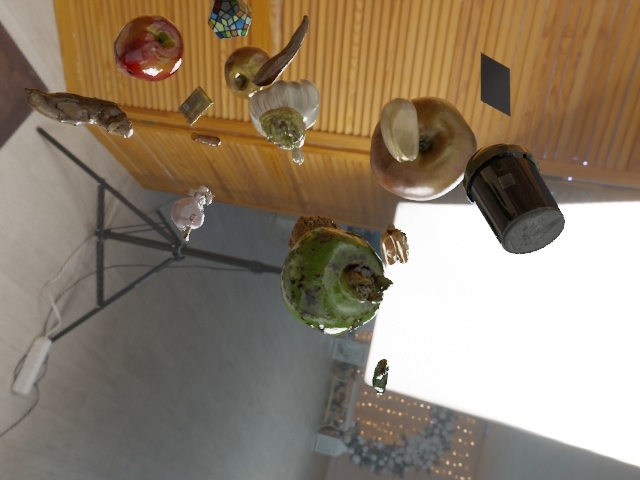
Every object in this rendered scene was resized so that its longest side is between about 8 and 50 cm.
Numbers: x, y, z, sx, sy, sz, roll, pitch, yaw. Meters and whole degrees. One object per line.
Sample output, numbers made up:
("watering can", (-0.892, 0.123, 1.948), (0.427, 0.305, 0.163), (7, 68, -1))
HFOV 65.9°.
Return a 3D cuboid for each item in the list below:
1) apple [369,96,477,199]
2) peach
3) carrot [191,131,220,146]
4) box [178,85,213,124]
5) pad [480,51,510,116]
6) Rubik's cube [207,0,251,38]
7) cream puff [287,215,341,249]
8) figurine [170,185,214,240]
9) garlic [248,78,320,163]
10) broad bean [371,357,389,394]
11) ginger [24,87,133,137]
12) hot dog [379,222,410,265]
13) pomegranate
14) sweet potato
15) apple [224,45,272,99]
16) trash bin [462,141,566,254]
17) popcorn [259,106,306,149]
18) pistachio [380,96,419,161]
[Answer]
("apple", (0.388, -0.347, 1.870), (0.333, 0.401, 0.399), (-179, -81, -81))
("peach", (-0.559, -0.615, 1.602), (0.199, 0.244, 0.243), (56, 37, -26))
("carrot", (-0.289, -0.257, 1.248), (0.093, 0.032, 0.032), (-5, 105, -62))
("box", (-0.508, -0.548, 2.009), (0.089, 0.156, 0.022), (52, 39, -7))
("pad", (0.543, -0.484, 1.531), (0.004, 0.127, 0.190), (-29, -132, 57))
("Rubik's cube", (-0.259, -0.640, 1.413), (0.133, 0.112, 0.133), (-29, 147, -22))
("cream puff", (0.000, 0.000, 1.233), (0.115, 0.150, 0.165), (-53, 158, 11))
("figurine", (-0.442, -0.108, 1.686), (0.137, 0.112, 0.229), (-40, -157, 38))
("garlic", (-0.073, -0.304, 1.306), (0.199, 0.199, 0.225), (34, 36, -74))
("broad bean", (0.171, 0.379, 1.393), (0.195, 0.046, 0.061), (85, 24, -58))
("ginger", (-0.739, -0.400, 1.546), (0.133, 0.310, 0.107), (-95, -159, -55))
("hot dog", (0.275, 0.020, 1.832), (0.269, 0.110, 0.072), (67, 18, -58))
("pomegranate", (0.038, 0.075, 0.935), (0.263, 0.211, 0.210), (-14, -121, 62))
("sweet potato", (-0.092, -0.471, 1.253), (0.214, 0.050, 0.050), (-45, 173, 15))
("apple", (-0.253, -0.596, 1.734), (0.160, 0.195, 0.173), (50, 41, -14))
("trash bin", (0.531, -0.137, 1.390), (0.214, 0.214, 0.333), (84, -5, -47))
("popcorn", (-0.088, -0.267, 1.160), (0.096, 0.109, 0.089), (-57, 172, 10))
("pistachio", (0.243, -0.343, 1.539), (0.145, 0.117, 0.200), (-25, 114, -48))
